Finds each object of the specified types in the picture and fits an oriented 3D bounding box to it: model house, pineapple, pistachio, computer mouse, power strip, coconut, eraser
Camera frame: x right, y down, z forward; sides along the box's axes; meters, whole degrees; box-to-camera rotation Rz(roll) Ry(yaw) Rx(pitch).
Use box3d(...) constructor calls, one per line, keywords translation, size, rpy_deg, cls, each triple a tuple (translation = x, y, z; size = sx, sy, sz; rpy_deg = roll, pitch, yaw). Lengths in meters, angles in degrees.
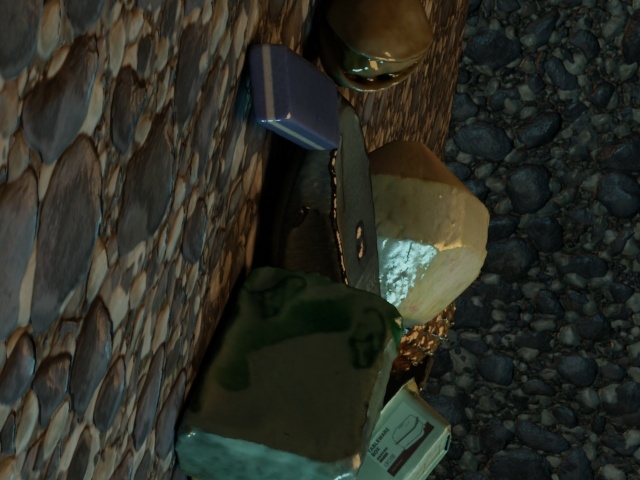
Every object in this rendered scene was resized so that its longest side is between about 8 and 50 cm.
box3d(translation=(-0.036, 0.235, 1.752), size=(0.325, 0.194, 0.267), rpy_deg=(98, 10, -46), cls="model house")
box3d(translation=(0.068, 0.109, 2.300), size=(0.362, 0.202, 0.202), rpy_deg=(-4, 107, -65), cls="pineapple")
box3d(translation=(0.065, -0.252, 1.878), size=(0.226, 0.136, 0.136), rpy_deg=(-57, 158, -58), cls="pistachio")
box3d(translation=(-0.004, 0.001, 1.855), size=(0.203, 0.114, 0.374), rpy_deg=(-54, 142, -63), cls="computer mouse")
box3d(translation=(0.073, 0.226, 2.487), size=(0.198, 0.213, 0.064), rpy_deg=(-59, 126, -75), cls="power strip")
box3d(translation=(0.097, -0.013, 2.065), size=(0.259, 0.259, 0.259), rpy_deg=(12, 90, -81), cls="coconut")
box3d(translation=(-0.024, -0.149, 1.631), size=(0.225, 0.036, 0.082), rpy_deg=(17, 67, -74), cls="eraser")

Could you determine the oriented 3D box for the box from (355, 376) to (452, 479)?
box3d(translation=(0.052, 0.330, 2.213), size=(0.290, 0.166, 0.220), rpy_deg=(-49, 165, -12), cls="box")
